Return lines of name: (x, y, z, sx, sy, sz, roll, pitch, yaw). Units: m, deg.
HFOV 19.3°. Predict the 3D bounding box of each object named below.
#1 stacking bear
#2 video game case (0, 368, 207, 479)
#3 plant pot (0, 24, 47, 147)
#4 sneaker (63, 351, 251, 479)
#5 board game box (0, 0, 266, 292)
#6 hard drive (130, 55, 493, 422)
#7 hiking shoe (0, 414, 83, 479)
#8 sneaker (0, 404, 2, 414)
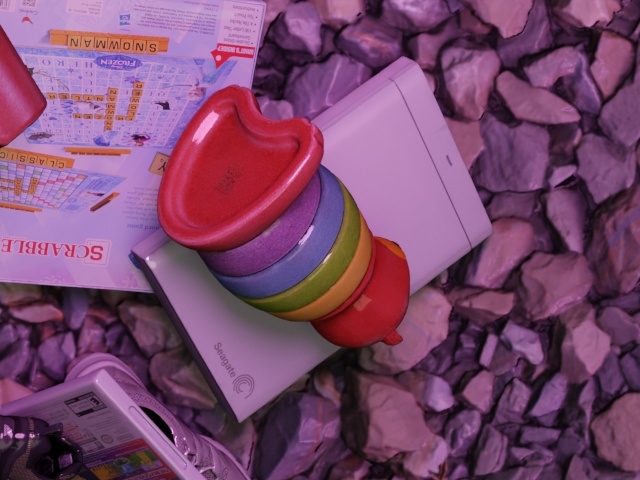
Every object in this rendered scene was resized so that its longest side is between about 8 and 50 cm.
stacking bear: (-0.014, 0.006, 1.840, 0.164, 0.175, 0.289, -53, 133, -6)
video game case: (-0.225, 0.221, 1.934, 0.183, 0.201, 0.023, 50, 48, -18)
plant pot: (-0.400, -0.167, 1.668, 0.272, 0.272, 0.265, -36, 103, -4)
sneaker: (-0.165, 0.244, 1.999, 0.105, 0.115, 0.281, -46, 115, 1)
board game box: (-0.237, -0.110, 1.881, 0.318, 0.066, 0.318, 6, 106, -20)
hard drive: (0.000, 0.000, 1.963, 0.353, 0.047, 0.233, -36, 123, -14)
hiking shoe: (-0.298, 0.242, 1.913, 0.114, 0.227, 0.086, 1, 64, 0)
sneaker: (-0.392, 0.210, 1.957, 0.065, 0.061, 0.158, 39, 106, 11)
